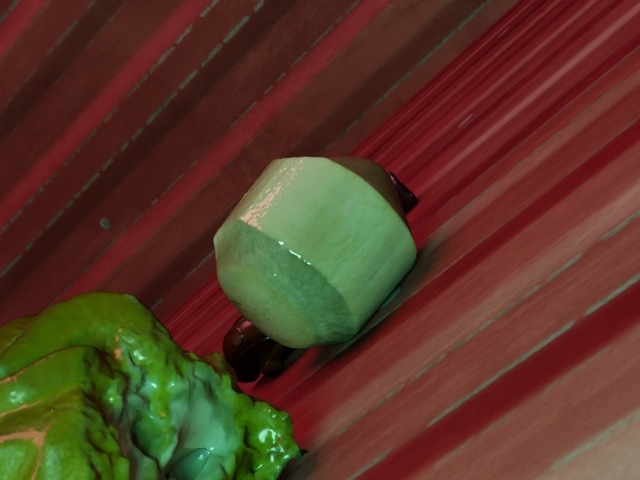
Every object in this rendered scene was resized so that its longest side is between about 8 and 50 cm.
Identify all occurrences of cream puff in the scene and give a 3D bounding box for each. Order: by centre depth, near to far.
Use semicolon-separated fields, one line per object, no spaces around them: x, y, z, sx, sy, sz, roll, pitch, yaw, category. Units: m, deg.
-0.193;0.199;0.857;0.274;0.270;0.323;-46;4;25;cream puff

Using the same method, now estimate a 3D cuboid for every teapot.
-0.071;0.136;1.324;0.098;0.078;0.129;0;-33;-33;teapot

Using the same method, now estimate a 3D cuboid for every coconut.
0.000;0.000;1.182;0.222;0.202;0.202;-50;9;-25;coconut

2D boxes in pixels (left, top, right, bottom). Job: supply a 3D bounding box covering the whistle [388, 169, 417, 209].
0.010;0.024;1.537;0.304;0.062;0.062;-43;7;8;whistle
